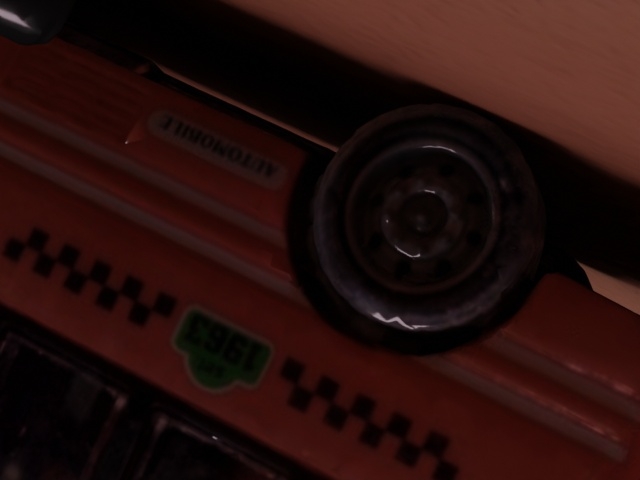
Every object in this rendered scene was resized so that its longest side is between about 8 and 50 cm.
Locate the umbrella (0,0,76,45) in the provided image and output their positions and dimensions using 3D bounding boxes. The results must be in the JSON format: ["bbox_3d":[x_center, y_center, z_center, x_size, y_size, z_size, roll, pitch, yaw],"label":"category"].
[{"bbox_3d":[-0.176,-0.118,0.369,0.272,0.122,0.110,26,-141,-21],"label":"umbrella"}]

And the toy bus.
[{"bbox_3d":[-0.075,0.039,0.623,0.427,0.233,0.203,25,174,21],"label":"toy bus"}]
